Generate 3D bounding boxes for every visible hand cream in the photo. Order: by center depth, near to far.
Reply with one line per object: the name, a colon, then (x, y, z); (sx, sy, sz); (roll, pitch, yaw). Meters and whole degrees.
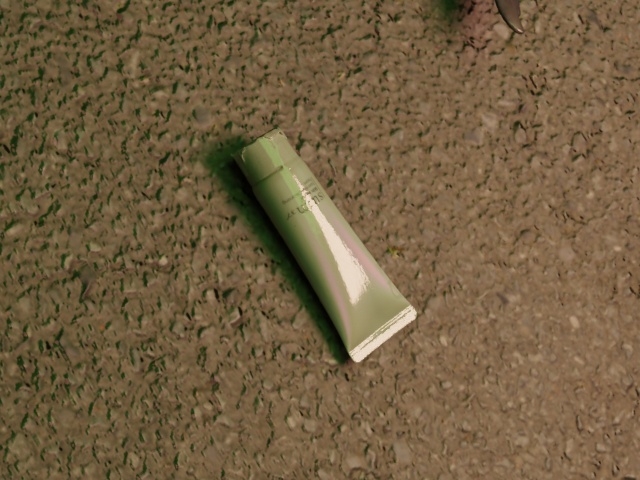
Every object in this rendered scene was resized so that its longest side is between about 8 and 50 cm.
hand cream: (0.000, 0.000, 1.410); (0.078, 0.050, 0.205); (-36, 95, -31)

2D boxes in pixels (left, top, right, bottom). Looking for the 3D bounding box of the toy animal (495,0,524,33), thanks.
toy animal: (0.196, -0.358, 1.616); (0.206, 0.081, 0.367); (43, 52, -2)
